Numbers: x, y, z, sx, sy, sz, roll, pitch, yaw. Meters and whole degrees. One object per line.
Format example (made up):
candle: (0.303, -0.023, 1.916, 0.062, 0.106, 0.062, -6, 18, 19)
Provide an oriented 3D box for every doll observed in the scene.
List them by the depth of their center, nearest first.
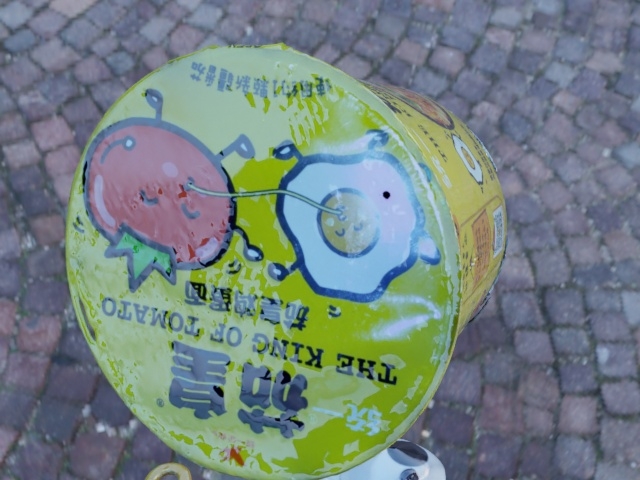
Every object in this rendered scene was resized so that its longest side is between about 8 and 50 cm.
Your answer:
doll: (0.064, 0.276, 1.339, 0.110, 0.107, 0.181, -41, 37, -24)

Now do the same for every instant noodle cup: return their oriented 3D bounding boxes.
instant noodle cup: (0.000, 0.000, 0.506, 0.182, 0.182, 0.144, 36, 23, 16)

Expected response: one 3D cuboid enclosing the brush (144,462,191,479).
brush: (-0.102, 0.270, 0.837, 0.103, 0.013, 0.272, -15, 38, -5)
